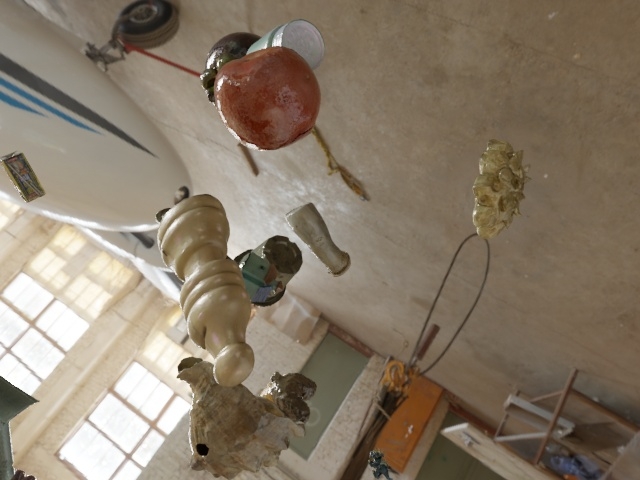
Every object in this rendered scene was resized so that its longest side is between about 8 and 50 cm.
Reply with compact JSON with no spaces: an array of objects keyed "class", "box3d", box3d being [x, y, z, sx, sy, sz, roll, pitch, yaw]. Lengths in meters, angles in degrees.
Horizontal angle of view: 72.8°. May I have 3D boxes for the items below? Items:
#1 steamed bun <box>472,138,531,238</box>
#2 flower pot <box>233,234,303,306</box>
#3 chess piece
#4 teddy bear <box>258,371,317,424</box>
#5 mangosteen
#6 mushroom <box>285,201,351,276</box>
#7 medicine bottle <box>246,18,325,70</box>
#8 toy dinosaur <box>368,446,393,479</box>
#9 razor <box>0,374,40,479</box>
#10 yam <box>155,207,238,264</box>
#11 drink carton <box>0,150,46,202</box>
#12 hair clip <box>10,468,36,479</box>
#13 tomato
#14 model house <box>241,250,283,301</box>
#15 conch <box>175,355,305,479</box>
[{"class":"steamed bun","box3d":[0.537,-0.144,1.279,0.137,0.292,0.295,11,-176,26]},{"class":"flower pot","box3d":[-0.221,0.118,1.885,0.290,0.290,0.259,40,136,-10]},{"class":"chess piece","box3d":[-0.168,0.079,0.684,0.307,0.138,0.124,59,178,37]},{"class":"teddy bear","box3d":[-0.116,0.446,1.197,0.140,0.190,0.177,42,-158,-7]},{"class":"mangosteen","box3d":[-0.289,-0.588,1.558,0.300,0.300,0.300,31,160,13]},{"class":"mushroom","box3d":[0.001,0.002,1.116,0.223,0.081,0.092,52,-173,-21]},{"class":"medicine bottle","box3d":[-0.097,-0.476,1.130,0.139,0.139,0.225,46,163,-26]},{"class":"toy dinosaur","box3d":[0.152,0.567,1.098,0.030,0.047,0.083,46,-166,-43]},{"class":"razor","box3d":[-0.545,0.334,0.743,0.106,0.068,0.232,27,121,12]},{"class":"yam","box3d":[-0.321,0.004,1.123,0.274,0.061,0.061,36,162,21]},{"class":"drink carton","box3d":[-1.034,-0.220,1.510,0.056,0.071,0.166,22,137,37]},{"class":"hair clip","box3d":[-0.631,0.610,0.826,0.172,0.301,0.069,1,156,-30]},{"class":"tomato","box3d":[-0.101,-0.277,0.866,0.208,0.208,0.185,16,135,45]},{"class":"model house","box3d":[-0.188,0.129,1.360,0.148,0.148,0.119,27,123,-2]},{"class":"conch","box3d":[-0.169,0.375,0.877,0.263,0.186,0.324,-17,133,35]}]
